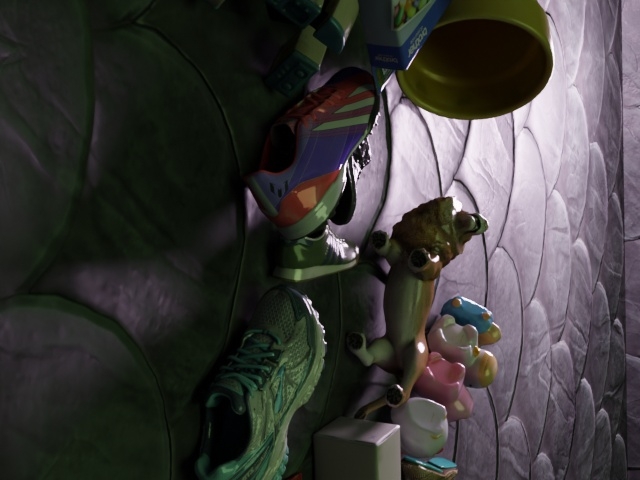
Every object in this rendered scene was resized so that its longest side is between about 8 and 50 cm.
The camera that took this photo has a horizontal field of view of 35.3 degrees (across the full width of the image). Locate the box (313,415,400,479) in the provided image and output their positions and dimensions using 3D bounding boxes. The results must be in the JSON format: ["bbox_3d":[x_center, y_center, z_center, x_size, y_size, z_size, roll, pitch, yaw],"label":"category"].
[{"bbox_3d":[0.058,0.415,1.524,0.094,0.113,0.275,-19,111,-61],"label":"box"}]

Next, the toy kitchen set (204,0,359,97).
[{"bbox_3d":[-0.081,-0.269,1.229,0.207,0.166,0.122,34,56,-17],"label":"toy kitchen set"}]

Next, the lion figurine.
[{"bbox_3d":[0.146,0.107,1.656,0.240,0.142,0.392,12,97,-69],"label":"lion figurine"}]

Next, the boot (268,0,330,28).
[{"bbox_3d":[0.057,-0.523,1.390,0.445,0.146,0.366,-40,126,-48],"label":"boot"}]

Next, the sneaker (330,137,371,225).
[{"bbox_3d":[0.046,-0.112,1.493,0.089,0.051,0.170,-16,104,-56],"label":"sneaker"}]

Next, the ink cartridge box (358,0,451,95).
[{"bbox_3d":[0.109,-0.363,1.319,0.185,0.065,0.311,-57,149,-35],"label":"ink cartridge box"}]

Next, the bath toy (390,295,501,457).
[{"bbox_3d":[0.221,0.262,1.802,0.348,0.151,0.129,-54,174,-44],"label":"bath toy"}]

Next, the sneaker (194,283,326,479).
[{"bbox_3d":[-0.078,0.183,1.243,0.122,0.110,0.282,38,61,-54],"label":"sneaker"}]

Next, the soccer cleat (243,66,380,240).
[{"bbox_3d":[-0.007,-0.147,1.347,0.116,0.109,0.318,47,46,-28],"label":"soccer cleat"}]

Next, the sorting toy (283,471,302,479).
[{"bbox_3d":[-0.072,0.404,1.345,0.274,0.046,0.132,-5,98,-62],"label":"sorting toy"}]

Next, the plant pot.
[{"bbox_3d":[0.251,-0.368,1.664,0.254,0.254,0.239,53,34,-51],"label":"plant pot"}]

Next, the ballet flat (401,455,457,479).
[{"bbox_3d":[0.195,0.433,1.829,0.206,0.073,0.067,24,86,-57],"label":"ballet flat"}]

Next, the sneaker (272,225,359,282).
[{"bbox_3d":[0.000,0.000,1.406,0.192,0.064,0.086,-16,113,-57],"label":"sneaker"}]
